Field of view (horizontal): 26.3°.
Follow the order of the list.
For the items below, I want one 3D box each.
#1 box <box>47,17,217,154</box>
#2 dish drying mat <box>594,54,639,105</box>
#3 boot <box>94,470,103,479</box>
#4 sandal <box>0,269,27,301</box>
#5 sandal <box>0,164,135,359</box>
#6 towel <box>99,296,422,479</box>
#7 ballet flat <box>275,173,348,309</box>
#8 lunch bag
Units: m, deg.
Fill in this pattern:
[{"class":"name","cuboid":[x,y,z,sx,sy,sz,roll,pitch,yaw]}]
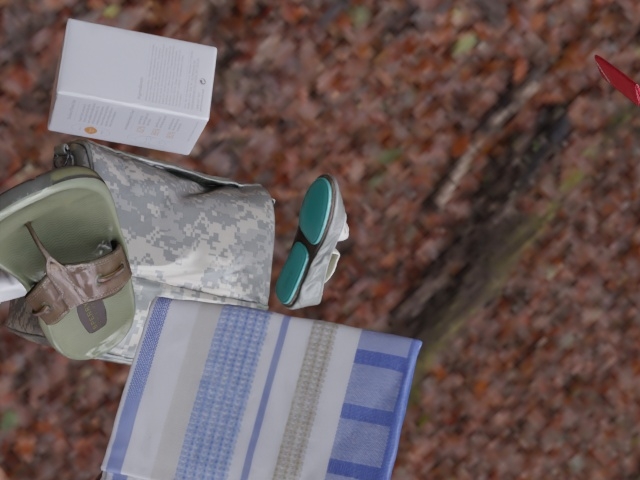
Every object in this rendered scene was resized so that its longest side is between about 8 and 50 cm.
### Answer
[{"class":"box","cuboid":[-0.216,-0.172,1.556,0.170,0.091,0.130,10,163,-14]},{"class":"dish drying mat","cuboid":[0.304,-0.162,1.391,0.008,0.083,0.032,-30,125,-1]},{"class":"boot","cuboid":[-0.225,0.360,1.483,0.236,0.085,0.179,-48,135,-71]},{"class":"sandal","cuboid":[-0.428,0.045,1.387,0.416,0.169,0.102,-8,129,-3]},{"class":"sandal","cuboid":[-0.212,0.033,1.208,0.120,0.086,0.303,-30,150,-8]},{"class":"towel","cuboid":[-0.060,0.169,1.315,0.034,0.284,0.209,65,36,-65]},{"class":"ballet flat","cuboid":[0.000,0.000,1.786,0.068,0.072,0.213,-2,130,-32]},{"class":"lunch bag","cuboid":[-0.210,0.025,1.701,0.305,0.212,0.256,15,87,-33]}]
